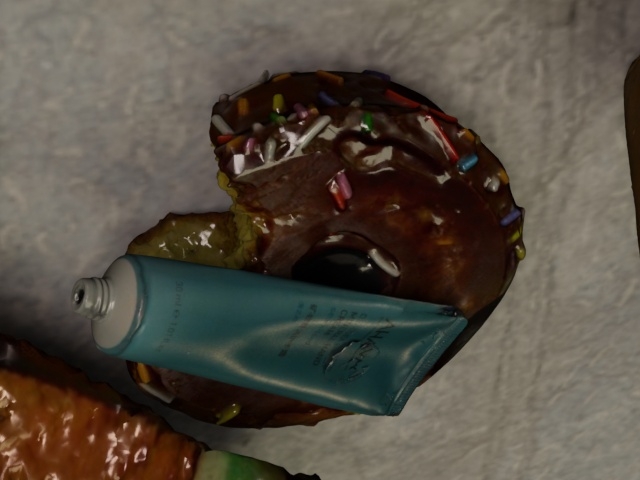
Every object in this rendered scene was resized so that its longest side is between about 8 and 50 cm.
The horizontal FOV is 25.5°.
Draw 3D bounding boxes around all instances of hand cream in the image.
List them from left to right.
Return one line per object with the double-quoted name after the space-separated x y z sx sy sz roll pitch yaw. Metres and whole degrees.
-0.025 0.049 0.723 0.224 0.048 0.083 13 121 -35 "hand cream"

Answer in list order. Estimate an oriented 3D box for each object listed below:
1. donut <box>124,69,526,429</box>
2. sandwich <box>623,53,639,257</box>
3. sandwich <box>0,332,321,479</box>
0.000 0.001 0.783 0.216 0.096 0.230 -2 130 -22 "donut"
0.223 -0.113 0.695 0.063 0.212 0.245 16 135 -11 "sandwich"
-0.149 0.153 0.778 0.301 0.162 0.250 24 164 -10 "sandwich"
